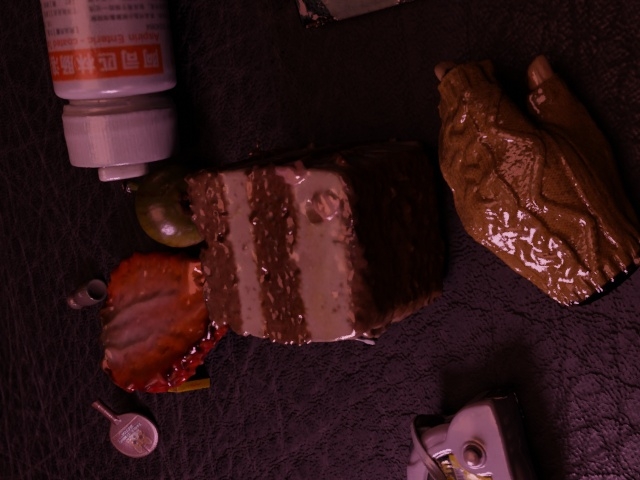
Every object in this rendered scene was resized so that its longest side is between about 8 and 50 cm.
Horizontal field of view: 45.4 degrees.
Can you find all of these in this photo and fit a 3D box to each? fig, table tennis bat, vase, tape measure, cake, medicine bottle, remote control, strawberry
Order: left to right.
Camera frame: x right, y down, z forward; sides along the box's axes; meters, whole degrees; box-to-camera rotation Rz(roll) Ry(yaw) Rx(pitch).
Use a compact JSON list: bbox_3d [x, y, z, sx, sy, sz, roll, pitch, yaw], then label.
[{"bbox_3d":[-0.505,0.117,1.647,0.100,0.053,0.053,-22,90,43],"label":"vase"},{"bbox_3d":[-0.354,-0.322,1.294,0.211,0.211,0.372,6,107,36],"label":"medicine bottle"},{"bbox_3d":[-0.358,-0.133,1.377,0.190,0.087,0.029,-149,50,-69],"label":"remote control"},{"bbox_3d":[-0.423,0.388,1.701,0.170,0.119,0.107,44,102,-10],"label":"table tennis bat"},{"bbox_3d":[-0.278,-0.067,1.388,0.259,0.151,0.151,11,113,61],"label":"fig"},{"bbox_3d":[-0.264,0.144,1.424,0.336,0.149,0.265,-25,67,28],"label":"strawberry"},{"bbox_3d":[0.000,0.000,1.103,0.290,0.255,0.282,6,109,39],"label":"cake"},{"bbox_3d":[0.223,0.347,1.129,0.197,0.120,0.236,-18,88,33],"label":"tape measure"}]

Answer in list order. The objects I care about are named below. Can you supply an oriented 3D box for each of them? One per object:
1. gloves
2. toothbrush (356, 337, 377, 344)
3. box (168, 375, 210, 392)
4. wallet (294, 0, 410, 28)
[{"bbox_3d":[0.254,-0.086,0.949,0.203,0.155,0.356,-42,75,34],"label":"gloves"},{"bbox_3d":[0.037,0.156,1.279,0.131,0.013,0.011,11,100,35],"label":"toothbrush"},{"bbox_3d":[-0.305,0.282,1.526,0.155,0.087,0.023,-3,84,37],"label":"box"},{"bbox_3d":[0.038,-0.447,1.062,0.220,0.071,0.262,-5,104,33],"label":"wallet"}]
